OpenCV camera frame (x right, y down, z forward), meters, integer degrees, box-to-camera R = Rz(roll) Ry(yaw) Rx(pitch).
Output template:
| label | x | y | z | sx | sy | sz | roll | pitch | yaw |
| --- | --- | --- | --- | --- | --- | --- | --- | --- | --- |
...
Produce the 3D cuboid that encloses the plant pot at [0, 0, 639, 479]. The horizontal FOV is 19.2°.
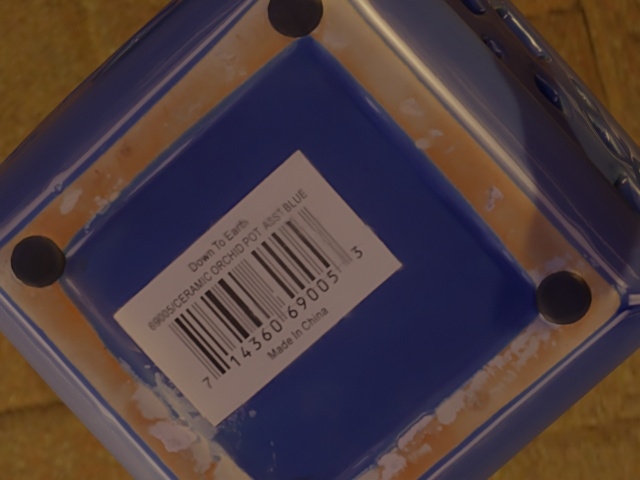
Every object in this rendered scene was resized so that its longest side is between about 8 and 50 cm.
| label | x | y | z | sx | sy | sz | roll | pitch | yaw |
| --- | --- | --- | --- | --- | --- | --- | --- | --- | --- |
| plant pot | 0.000 | 0.000 | 0.755 | 0.236 | 0.212 | 0.236 | -41 | 93 | 10 |
